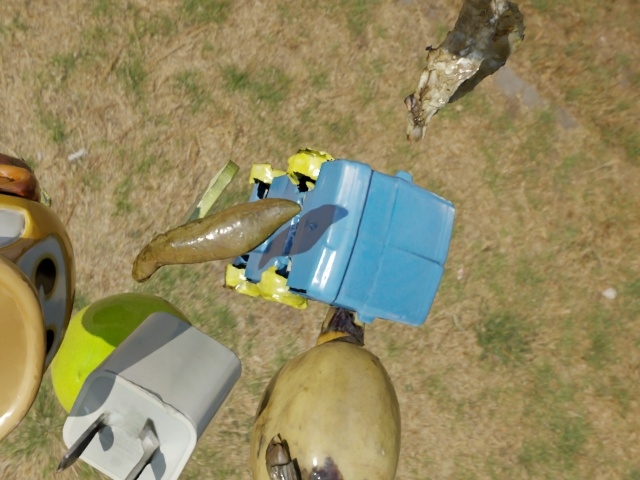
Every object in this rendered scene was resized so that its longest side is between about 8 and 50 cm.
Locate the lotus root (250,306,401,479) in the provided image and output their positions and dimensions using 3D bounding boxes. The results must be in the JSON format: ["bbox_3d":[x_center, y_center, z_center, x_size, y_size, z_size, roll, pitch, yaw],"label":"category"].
[{"bbox_3d":[0.011,0.210,0.939,0.182,0.183,0.310,24,40,-13],"label":"lotus root"}]

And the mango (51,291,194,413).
[{"bbox_3d":[-0.271,0.163,1.076,0.149,0.273,0.185,20,53,-45],"label":"mango"}]

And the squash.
[{"bbox_3d":[-0.243,-0.074,1.608,0.041,0.219,0.219,36,68,-12],"label":"squash"}]

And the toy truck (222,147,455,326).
[{"bbox_3d":[0.000,0.000,0.849,0.162,0.385,0.161,17,84,-17],"label":"toy truck"}]

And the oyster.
[{"bbox_3d":[0.267,-0.338,1.363,0.204,0.396,0.111,-33,74,-33],"label":"oyster"}]

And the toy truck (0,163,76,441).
[{"bbox_3d":[-0.345,0.055,0.639,0.288,0.211,0.204,-3,113,-32],"label":"toy truck"}]

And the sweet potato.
[{"bbox_3d":[-0.085,0.001,0.562,0.041,0.153,0.038,50,26,-46],"label":"sweet potato"}]

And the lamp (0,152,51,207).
[{"bbox_3d":[-0.462,-0.046,1.080,0.135,0.156,0.157,31,86,5],"label":"lamp"}]

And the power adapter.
[{"bbox_3d":[-0.184,0.184,0.776,0.130,0.125,0.205,32,26,3],"label":"power adapter"}]
